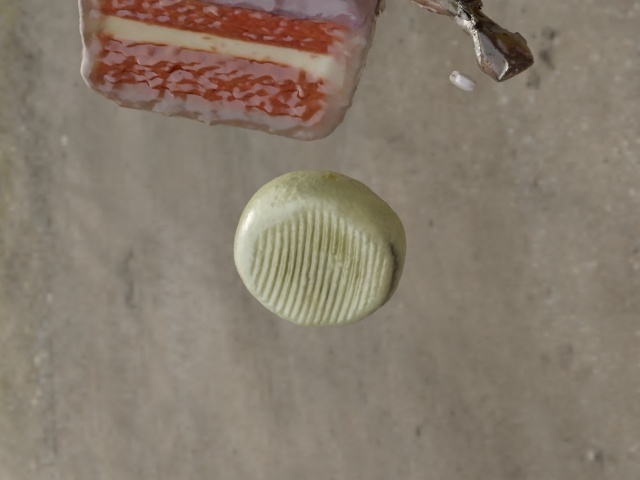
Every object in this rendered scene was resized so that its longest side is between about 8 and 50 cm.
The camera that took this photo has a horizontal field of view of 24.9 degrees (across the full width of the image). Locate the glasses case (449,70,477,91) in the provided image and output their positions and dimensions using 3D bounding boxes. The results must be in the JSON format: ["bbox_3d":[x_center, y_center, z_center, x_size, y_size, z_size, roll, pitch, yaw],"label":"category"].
[{"bbox_3d":[0.197,-0.220,1.999,0.021,0.032,0.083,-64,4,8],"label":"glasses case"}]

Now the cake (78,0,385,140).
[{"bbox_3d":[-0.086,-0.269,1.485,0.237,0.308,0.230,104,179,-59],"label":"cake"}]

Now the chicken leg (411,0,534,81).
[{"bbox_3d":[0.143,-0.276,1.632,0.093,0.113,0.304,-45,48,17],"label":"chicken leg"}]

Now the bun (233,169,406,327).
[{"bbox_3d":[0.000,0.000,1.770,0.127,0.222,0.222,-95,27,-51],"label":"bun"}]
